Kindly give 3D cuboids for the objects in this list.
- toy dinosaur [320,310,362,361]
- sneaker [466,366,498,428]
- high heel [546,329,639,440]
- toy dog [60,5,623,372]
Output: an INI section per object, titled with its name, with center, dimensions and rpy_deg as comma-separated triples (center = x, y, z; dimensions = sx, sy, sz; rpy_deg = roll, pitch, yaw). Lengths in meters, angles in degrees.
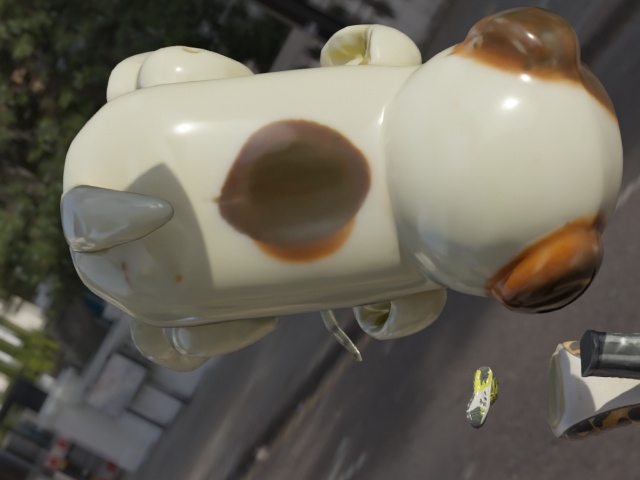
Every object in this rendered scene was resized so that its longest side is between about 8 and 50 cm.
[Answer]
[toy dinosaur]
center = 0.000, 0.000, 1.618
dimensions = 0.118, 0.064, 0.268
rpy_deg = 163, 100, -75
[sneaker]
center = 0.209, 0.201, 1.866
dimensions = 0.031, 0.035, 0.083
rpy_deg = -10, 53, 41
[high heel]
center = 0.305, 0.133, 1.326
dimensions = 0.261, 0.186, 0.093
rpy_deg = 100, 173, -73
[toy dog]
center = 0.029, -0.060, 1.164
dimensions = 0.395, 0.408, 0.285
rpy_deg = 28, -123, -72
